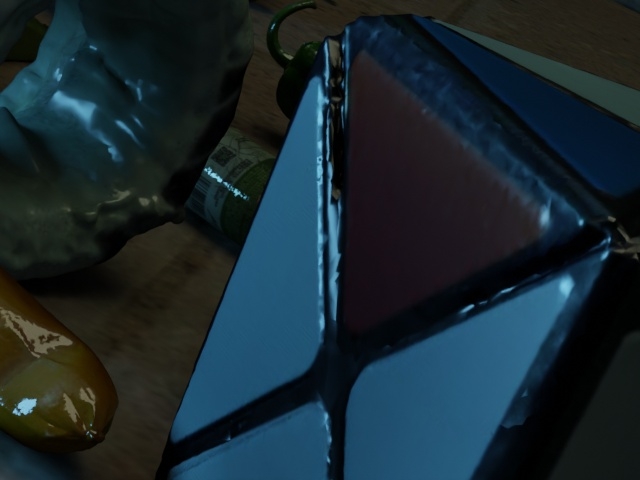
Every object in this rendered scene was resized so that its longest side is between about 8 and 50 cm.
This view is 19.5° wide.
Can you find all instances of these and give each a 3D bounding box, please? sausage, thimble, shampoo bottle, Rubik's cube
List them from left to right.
[{"bbox_3d":[-0.152,0.042,0.844,0.183,0.054,0.062,37,53,28],"label":"sausage"},{"bbox_3d":[-0.161,-0.095,0.967,0.150,0.237,0.237,34,19,34],"label":"thimble"},{"bbox_3d":[0.000,0.000,1.153,0.204,0.065,0.065,35,20,30],"label":"shampoo bottle"},{"bbox_3d":[0.106,0.077,0.768,0.246,0.248,0.250,14,19,-29],"label":"Rubik's cube"}]

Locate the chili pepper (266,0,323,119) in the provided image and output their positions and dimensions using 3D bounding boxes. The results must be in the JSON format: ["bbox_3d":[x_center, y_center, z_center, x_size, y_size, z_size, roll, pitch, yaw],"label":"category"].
[{"bbox_3d":[0.064,-0.084,1.428,0.257,0.100,0.074,27,23,-3],"label":"chili pepper"}]

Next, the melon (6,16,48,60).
[{"bbox_3d":[-0.259,-0.198,1.415,0.114,0.053,0.262,22,16,-36],"label":"melon"}]

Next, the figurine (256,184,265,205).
[{"bbox_3d":[0.013,0.036,0.991,0.112,0.137,0.229,-17,22,8],"label":"figurine"}]
